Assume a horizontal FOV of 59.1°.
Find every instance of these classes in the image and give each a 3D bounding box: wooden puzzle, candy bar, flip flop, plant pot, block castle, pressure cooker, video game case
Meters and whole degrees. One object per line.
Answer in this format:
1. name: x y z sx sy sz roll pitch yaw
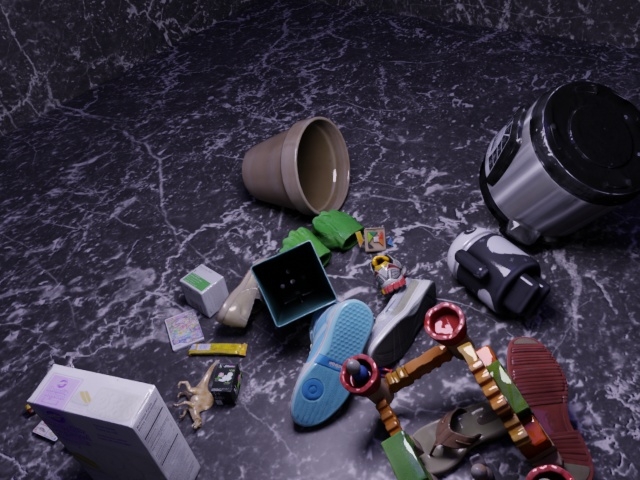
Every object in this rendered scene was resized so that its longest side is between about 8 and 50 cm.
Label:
1. wooden puzzle: 0.166 -0.002 1.718 0.116 0.078 0.014 -11 4 -18
2. candy bar: -0.276 0.290 1.505 0.161 0.018 0.040 -2 38 8
3. flip flop: 0.304 0.410 1.220 0.277 0.080 0.112 -23 43 -6
4. plant pot: -0.071 0.110 1.501 0.166 0.165 0.234 -24 -1 -4
5. plant pot: -0.099 -0.234 1.889 0.280 0.323 0.323 -1 39 33
6. block castle: 0.250 0.364 1.076 0.303 0.213 0.453 -33 46 7
7. pressure cooker: 0.666 -0.194 1.615 0.370 0.420 0.375 -16 75 -17
8. video game case: -0.380 0.249 1.574 0.087 0.011 0.122 -20 43 -13

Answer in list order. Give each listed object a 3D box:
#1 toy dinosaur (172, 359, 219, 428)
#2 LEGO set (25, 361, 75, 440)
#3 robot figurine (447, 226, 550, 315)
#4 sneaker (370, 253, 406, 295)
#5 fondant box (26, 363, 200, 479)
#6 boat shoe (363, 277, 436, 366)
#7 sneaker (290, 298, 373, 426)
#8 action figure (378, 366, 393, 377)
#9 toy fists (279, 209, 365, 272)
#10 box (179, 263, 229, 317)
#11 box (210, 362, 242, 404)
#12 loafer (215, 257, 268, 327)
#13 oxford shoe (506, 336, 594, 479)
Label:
1. toy dinosaur: -0.308 0.381 1.397 0.093 0.053 0.183 10 50 -2
2. LEGO set: -0.612 0.408 1.401 0.244 0.060 0.182 12 41 22
3. robot figurine: 0.466 0.079 1.502 0.173 0.209 0.278 -36 47 -10
4. sneaker: 0.186 0.074 1.565 0.088 0.092 0.225 -28 7 6
5. fondant box: -0.411 0.405 1.162 0.238 0.330 0.096 7 43 17
6. boat shoe: 0.193 0.202 1.462 0.103 0.118 0.320 13 40 33
7. sneaker: 0.010 0.292 1.396 0.127 0.208 0.319 32 80 -12
8. action figure: 0.119 0.320 1.392 0.115 0.038 0.030 12 28 21
9. toy fists: 0.000 0.000 1.733 0.279 0.096 0.142 -35 60 -28
10. box: -0.329 0.143 1.617 0.101 0.102 0.087 25 49 34
11. box: -0.230 0.353 1.393 0.052 0.062 0.083 -1 42 10
12. loafer: -0.198 0.153 1.594 0.092 0.102 0.268 36 44 -1
13. oxford shoe: 0.461 0.371 1.202 0.123 0.130 0.348 -1 47 3
